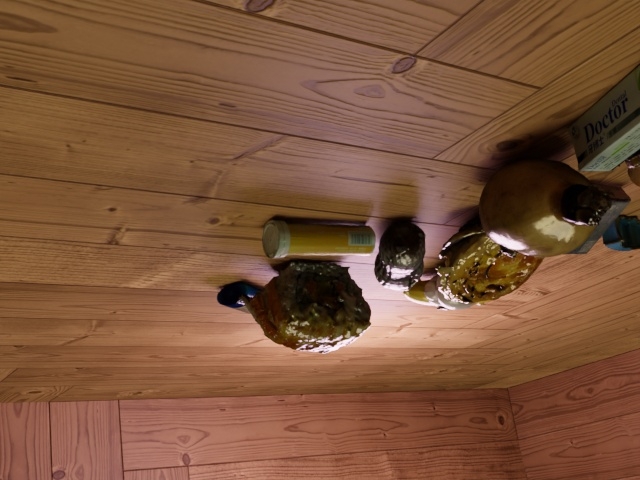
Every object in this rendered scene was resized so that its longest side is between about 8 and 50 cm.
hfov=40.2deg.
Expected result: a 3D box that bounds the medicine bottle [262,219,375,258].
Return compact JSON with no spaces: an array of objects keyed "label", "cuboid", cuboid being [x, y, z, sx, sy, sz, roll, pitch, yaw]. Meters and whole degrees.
[{"label":"medicine bottle","cuboid":[0.000,0.000,1.684,0.218,0.074,0.074,1,159,-30]}]

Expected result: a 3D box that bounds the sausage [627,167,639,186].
[{"label":"sausage","cuboid":[0.667,-0.117,1.632,0.234,0.071,0.071,7,156,-39]}]

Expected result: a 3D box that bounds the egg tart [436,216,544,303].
[{"label":"egg tart","cuboid":[0.355,0.018,1.831,0.297,0.132,0.297,-17,152,-9]}]

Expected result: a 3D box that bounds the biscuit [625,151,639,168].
[{"label":"biscuit","cuboid":[0.549,-0.155,1.417,0.124,0.026,0.175,-39,175,24]}]

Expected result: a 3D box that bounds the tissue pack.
[{"label":"tissue pack","cuboid":[0.530,-0.041,1.741,0.112,0.051,0.156,3,133,-35]}]

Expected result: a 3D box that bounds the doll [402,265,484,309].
[{"label":"doll","cuboid":[0.327,0.111,2.095,0.252,0.111,0.237,5,172,-38]}]

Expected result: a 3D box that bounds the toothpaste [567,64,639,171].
[{"label":"toothpaste","cuboid":[0.483,-0.204,1.281,0.067,0.081,0.336,-2,160,-18]}]

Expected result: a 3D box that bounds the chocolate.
[{"label":"chocolate","cuboid":[0.164,0.035,1.810,0.110,0.110,0.248,-7,158,-5]}]

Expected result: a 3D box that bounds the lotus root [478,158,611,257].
[{"label":"lotus root","cuboid":[0.379,-0.055,1.471,0.182,0.183,0.310,-5,179,-11]}]

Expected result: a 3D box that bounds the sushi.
[{"label":"sushi","cuboid":[-0.026,0.143,1.925,0.274,0.184,0.139,8,151,-28]}]

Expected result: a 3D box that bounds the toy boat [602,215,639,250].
[{"label":"toy boat","cuboid":[0.689,-0.017,1.921,0.077,0.075,0.185,-14,165,42]}]

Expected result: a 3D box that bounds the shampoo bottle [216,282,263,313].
[{"label":"shampoo bottle","cuboid":[-0.161,0.142,2.054,0.087,0.050,0.183,-20,158,22]}]
